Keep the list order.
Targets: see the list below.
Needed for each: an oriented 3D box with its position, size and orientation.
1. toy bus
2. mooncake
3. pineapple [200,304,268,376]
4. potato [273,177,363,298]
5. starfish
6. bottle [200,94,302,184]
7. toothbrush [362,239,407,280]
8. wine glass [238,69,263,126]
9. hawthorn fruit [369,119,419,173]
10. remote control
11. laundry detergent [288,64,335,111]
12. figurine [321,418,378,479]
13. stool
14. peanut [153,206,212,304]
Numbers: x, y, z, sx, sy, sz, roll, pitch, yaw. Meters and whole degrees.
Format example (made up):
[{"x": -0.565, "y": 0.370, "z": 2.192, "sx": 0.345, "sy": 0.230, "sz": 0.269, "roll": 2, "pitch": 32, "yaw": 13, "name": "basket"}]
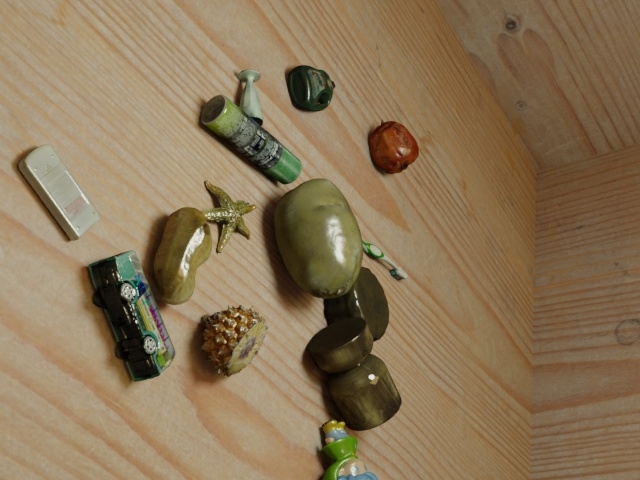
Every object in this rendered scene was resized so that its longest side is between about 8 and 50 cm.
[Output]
[{"x": -0.385, "y": 0.153, "z": 1.572, "sx": 0.109, "sy": 0.091, "sz": 0.262, "roll": -37, "pitch": 110, "yaw": -63, "name": "toy bus"}, {"x": 0.109, "y": 0.197, "z": 2.281, "sx": 0.228, "sy": 0.124, "sz": 0.228, "roll": 38, "pitch": 42, "yaw": -45, "name": "mooncake"}, {"x": -0.222, "y": 0.215, "z": 1.780, "sx": 0.176, "sy": 0.136, "sz": 0.162, "roll": -29, "pitch": 145, "yaw": -56, "name": "pineapple"}, {"x": 0.000, "y": 0.000, "z": 2.099, "sx": 0.243, "sy": 0.221, "sz": 0.327, "roll": -2, "pitch": 68, "yaw": -68, "name": "potato"}, {"x": -0.235, "y": -0.048, "z": 1.928, "sx": 0.208, "sy": 0.053, "sz": 0.176, "roll": 25, "pitch": 66, "yaw": -43, "name": "starfish"}, {"x": -0.178, "y": -0.262, "z": 2.053, "sx": 0.330, "sy": 0.093, "sz": 0.093, "roll": 37, "pitch": 48, "yaw": -44, "name": "bottle"}, {"x": 0.168, "y": 0.029, "z": 2.512, "sx": 0.418, "sy": 0.040, "sz": 0.042, "roll": 40, "pitch": 48, "yaw": -42, "name": "toothbrush"}, {"x": -0.193, "y": -0.387, "z": 2.105, "sx": 0.073, "sy": 0.073, "sz": 0.155, "roll": 28, "pitch": 52, "yaw": -49, "name": "wine glass"}, {"x": 0.253, "y": -0.323, "z": 2.698, "sx": 0.179, "sy": 0.173, "sz": 0.173, "roll": 37, "pitch": 42, "yaw": -8, "name": "hawthorn fruit"}, {"x": -0.518, "y": -0.097, "z": 1.520, "sx": 0.190, "sy": 0.029, "sz": 0.087, "roll": 60, "pitch": 35, "yaw": -23, "name": "remote control"}, {"x": -0.014, "y": -0.476, "z": 2.413, "sx": 0.221, "sy": 0.078, "sz": 0.144, "roll": -12, "pitch": 89, "yaw": -60, "name": "laundry detergent"}, {"x": 0.070, "y": 0.613, "z": 2.043, "sx": 0.162, "sy": 0.143, "sz": 0.263, "roll": 31, "pitch": 35, "yaw": -58, "name": "figurine"}, {"x": 0.097, "y": 0.372, "z": 2.133, "sx": 0.179, "sy": 0.179, "sz": 0.264, "roll": -47, "pitch": 117, "yaw": -54, "name": "stool"}, {"x": -0.307, "y": 0.034, "z": 1.717, "sx": 0.120, "sy": 0.110, "sz": 0.237, "roll": 50, "pitch": 39, "yaw": -55, "name": "peanut"}]
